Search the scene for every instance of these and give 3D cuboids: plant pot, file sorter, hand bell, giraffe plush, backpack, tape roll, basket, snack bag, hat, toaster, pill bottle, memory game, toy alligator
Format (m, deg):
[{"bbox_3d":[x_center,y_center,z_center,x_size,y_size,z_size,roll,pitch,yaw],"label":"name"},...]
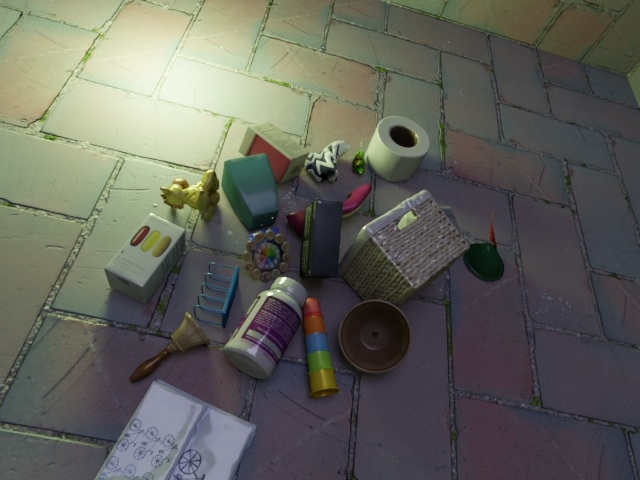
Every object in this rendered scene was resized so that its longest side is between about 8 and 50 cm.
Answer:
[{"bbox_3d":[0.180,0.316,1.529,0.237,0.110,0.237,-1,81,5],"label":"plant pot"},{"bbox_3d":[-0.337,0.176,1.499,0.104,0.118,0.170,13,56,-3],"label":"file sorter"},{"bbox_3d":[-0.466,0.338,1.384,0.242,0.126,0.126,-37,73,-18],"label":"hand bell"},{"bbox_3d":[-0.475,-0.161,1.653,0.171,0.181,0.210,9,38,4],"label":"giraffe plush"},{"bbox_3d":[-0.201,0.006,1.656,0.120,0.101,0.098,-15,57,-19],"label":"backpack"},{"bbox_3d":[0.338,-0.402,2.024,0.246,0.169,0.246,7,57,-11],"label":"tape roll"},{"bbox_3d":[0.287,0.055,1.621,0.328,0.331,0.266,-31,72,-29],"label":"basket"},{"bbox_3d":[-0.389,0.595,1.263,0.343,0.037,0.323,25,55,1],"label":"snack bag"},{"bbox_3d":[0.686,0.035,1.829,0.208,0.183,0.173,44,58,14],"label":"hat"},{"bbox_3d":[0.451,-0.044,1.829,0.110,0.168,0.185,-1,59,-19],"label":"toaster"},{"bbox_3d":[-0.160,0.267,1.456,0.169,0.169,0.301,29,56,4],"label":"pill bottle"},{"bbox_3d":[-0.251,-0.174,1.722,0.165,0.165,0.234,-15,67,-24],"label":"plant pot"},{"bbox_3d":[-0.184,0.055,1.607,0.186,0.012,0.186,-6,105,-25],"label":"memory game"},{"bbox_3d":[0.165,-0.357,2.022,0.051,0.056,0.189,-14,53,24],"label":"toy alligator"}]

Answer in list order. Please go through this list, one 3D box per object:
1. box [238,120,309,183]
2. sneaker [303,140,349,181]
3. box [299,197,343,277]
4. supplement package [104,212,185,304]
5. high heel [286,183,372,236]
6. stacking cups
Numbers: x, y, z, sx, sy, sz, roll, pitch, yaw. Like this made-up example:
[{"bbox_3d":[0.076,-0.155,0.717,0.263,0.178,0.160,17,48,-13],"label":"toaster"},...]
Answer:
[{"bbox_3d":[-0.188,-0.357,1.853,0.232,0.127,0.148,39,35,11],"label":"box"},{"bbox_3d":[0.054,-0.320,1.939,0.235,0.094,0.153,-25,69,-27],"label":"sneaker"},{"bbox_3d":[0.000,0.000,1.605,0.103,0.184,0.261,6,84,-11],"label":"box"},{"bbox_3d":[-0.563,0.057,1.500,0.139,0.134,0.244,25,55,1],"label":"supplement package"},{"bbox_3d":[0.045,-0.144,1.796,0.181,0.127,0.377,44,60,1],"label":"high heel"},{"bbox_3d":[-0.017,0.340,1.495,0.096,0.096,0.316,-2,58,-17],"label":"stacking cups"}]
